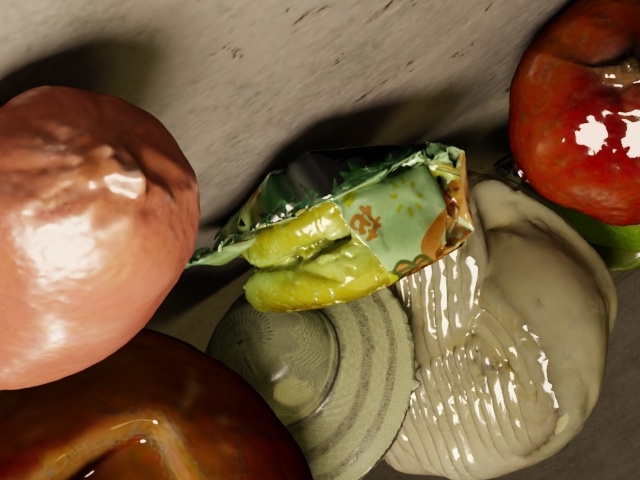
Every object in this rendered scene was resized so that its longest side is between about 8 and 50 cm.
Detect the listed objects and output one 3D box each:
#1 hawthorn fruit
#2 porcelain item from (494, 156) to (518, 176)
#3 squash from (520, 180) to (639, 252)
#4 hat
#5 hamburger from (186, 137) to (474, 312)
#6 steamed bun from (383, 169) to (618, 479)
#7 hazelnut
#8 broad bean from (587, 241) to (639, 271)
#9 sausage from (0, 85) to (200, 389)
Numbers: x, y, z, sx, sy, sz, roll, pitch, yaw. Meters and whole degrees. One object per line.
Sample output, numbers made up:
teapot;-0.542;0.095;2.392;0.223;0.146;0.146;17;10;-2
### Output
hawthorn fruit;0.262;-0.124;1.096;0.215;0.215;0.249;-34;161;6
porcelain item;0.233;-0.094;1.455;0.075;0.021;0.136;-25;164;-9
squash;0.350;-0.036;1.314;0.203;0.288;0.111;92;23;-59
hat;-0.043;0.112;1.164;0.252;0.252;0.110;-36;143;15
hamburger;-0.003;0.000;1.067;0.235;0.125;0.214;-25;176;-36
steamed bun;0.154;0.076;1.290;0.219;0.310;0.324;-27;168;-40
hazelnut;-0.213;0.250;1.037;0.429;0.402;0.402;-34;166;32
broad bean;0.264;-0.007;1.450;0.318;0.056;0.098;3;-130;49
sausage;-0.156;0.002;0.748;0.148;0.148;0.254;-24;169;-29
